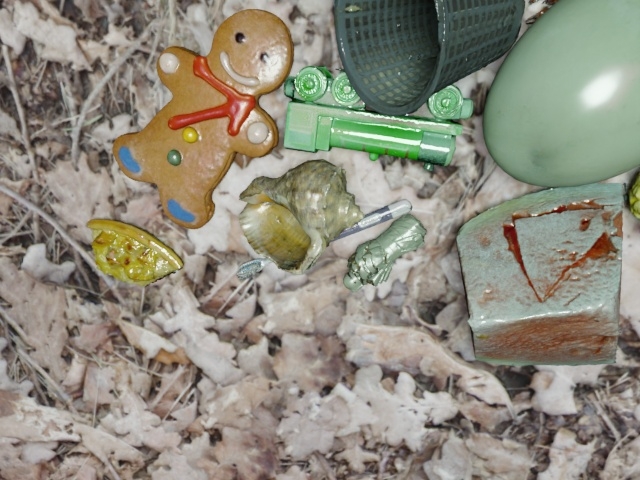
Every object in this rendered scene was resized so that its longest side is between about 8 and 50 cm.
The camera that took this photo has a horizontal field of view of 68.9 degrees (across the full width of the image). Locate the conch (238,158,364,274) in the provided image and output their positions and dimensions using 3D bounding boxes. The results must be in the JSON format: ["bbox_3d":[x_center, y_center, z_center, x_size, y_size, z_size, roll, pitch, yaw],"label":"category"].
[{"bbox_3d":[-0.038,-0.035,0.641,0.207,0.130,0.155,9,69,24],"label":"conch"}]

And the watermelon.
[{"bbox_3d":[0.297,0.081,0.595,0.213,0.201,0.262,-9,106,17],"label":"watermelon"}]

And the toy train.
[{"bbox_3d":[0.071,-0.164,0.626,0.251,0.085,0.119,11,110,6],"label":"toy train"}]

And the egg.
[{"bbox_3d":[0.317,-0.180,0.526,0.282,0.203,0.203,-38,97,16],"label":"egg"}]

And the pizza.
[{"bbox_3d":[-0.299,0.026,0.734,0.160,0.036,0.099,28,105,0],"label":"pizza"}]

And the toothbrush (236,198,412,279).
[{"bbox_3d":[0.000,0.000,0.700,0.288,0.026,0.024,-22,103,11],"label":"toothbrush"}]

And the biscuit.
[{"bbox_3d":[-0.160,-0.183,0.665,0.205,0.049,0.324,44,103,-4],"label":"biscuit"}]

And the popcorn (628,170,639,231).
[{"bbox_3d":[0.463,-0.058,0.573,0.141,0.162,0.135,-2,91,25],"label":"popcorn"}]

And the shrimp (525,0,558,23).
[{"bbox_3d":[0.304,-0.306,0.587,0.092,0.029,0.038,-17,102,14],"label":"shrimp"}]

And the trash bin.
[{"bbox_3d":[0.126,-0.243,0.509,0.161,0.175,0.175,-25,102,-25],"label":"trash bin"}]

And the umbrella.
[{"bbox_3d":[0.090,0.021,0.676,0.143,0.062,0.067,-42,60,5],"label":"umbrella"}]
